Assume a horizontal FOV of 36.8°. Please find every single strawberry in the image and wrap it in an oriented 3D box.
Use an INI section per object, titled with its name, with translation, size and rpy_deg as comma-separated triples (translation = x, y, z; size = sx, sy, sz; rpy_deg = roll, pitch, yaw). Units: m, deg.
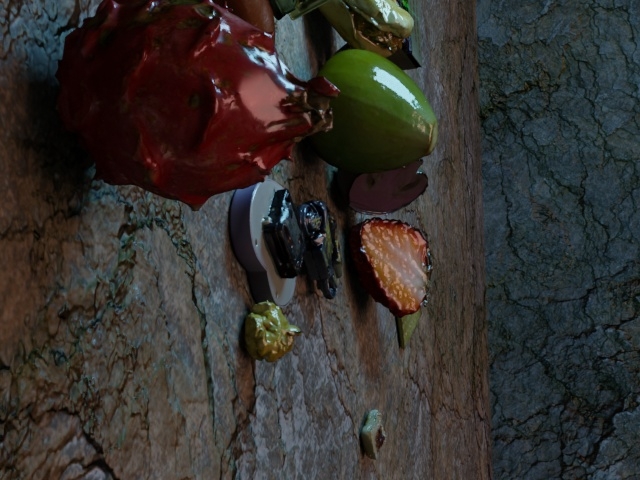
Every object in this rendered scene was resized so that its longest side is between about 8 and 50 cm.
[strawberry]
translation = 0.116, 0.044, 1.893
size = 0.236, 0.111, 0.190
rpy_deg = 38, 57, -36

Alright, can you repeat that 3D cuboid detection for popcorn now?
[popcorn]
translation = -0.075, 0.134, 1.339
size = 0.084, 0.084, 0.084
rpy_deg = -4, 90, -72

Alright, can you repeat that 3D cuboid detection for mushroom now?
[mushroom]
translation = 0.104, -0.122, 1.809
size = 0.188, 0.117, 0.141
rpy_deg = 1, 120, -45

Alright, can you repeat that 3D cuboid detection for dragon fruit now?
[dragon fruit]
translation = -0.118, -0.129, 0.917
size = 0.205, 0.268, 0.210
rpy_deg = 94, 6, -51

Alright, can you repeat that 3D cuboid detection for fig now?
[fig]
translation = 0.082, -0.205, 1.630
size = 0.207, 0.230, 0.207
rpy_deg = -58, -174, 10

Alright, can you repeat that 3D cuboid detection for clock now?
[clock]
translation = -0.062, -0.008, 1.386
size = 0.172, 0.064, 0.198
rpy_deg = -73, 154, -46

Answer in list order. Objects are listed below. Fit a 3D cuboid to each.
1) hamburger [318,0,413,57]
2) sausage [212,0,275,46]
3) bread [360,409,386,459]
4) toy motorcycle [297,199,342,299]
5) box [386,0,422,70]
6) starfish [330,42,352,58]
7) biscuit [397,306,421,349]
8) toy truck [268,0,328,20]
[hamburger]
translation = 0.075, -0.424, 1.730
size = 0.213, 0.108, 0.214
rpy_deg = 40, 27, -25
[sausage]
translation = -0.138, -0.350, 1.184
size = 0.348, 0.093, 0.097
rpy_deg = 66, 15, -44
[bread]
translation = 0.102, 0.374, 1.858
size = 0.083, 0.035, 0.070
rpy_deg = -47, 129, -63
[toy motorcycle]
translation = 0.000, 0.000, 1.585
size = 0.124, 0.061, 0.193
rpy_deg = -77, 154, -48
[box]
translation = 0.152, -0.512, 2.133
size = 0.310, 0.084, 0.198
rpy_deg = 16, 71, -72
[starfish]
translation = 0.059, -0.274, 1.803
size = 0.146, 0.074, 0.190
rpy_deg = -52, 136, -66
[biscuit]
translation = 0.208, 0.153, 2.265
size = 0.231, 0.016, 0.139
rpy_deg = -45, 129, -67
[toy truck]
translation = -0.059, -0.430, 1.255
size = 0.135, 0.128, 0.260
rpy_deg = 60, -1, 44
